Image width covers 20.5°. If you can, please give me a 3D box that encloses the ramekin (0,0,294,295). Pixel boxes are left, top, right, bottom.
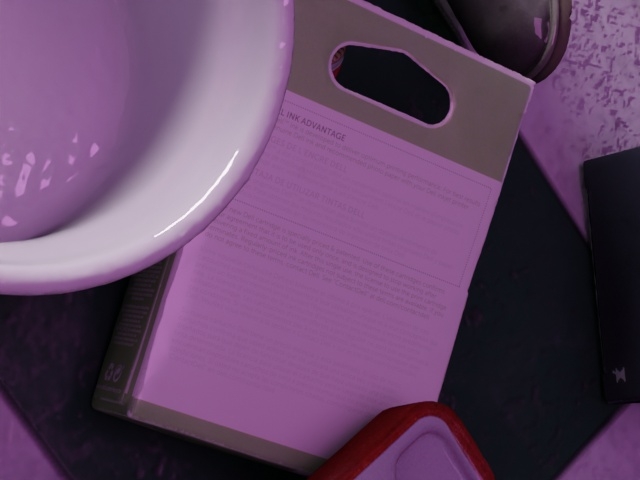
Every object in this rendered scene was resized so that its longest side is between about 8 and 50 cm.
[{"bbox_3d":[-0.162,-0.106,0.800,0.277,0.135,0.277,6,79,-31],"label":"ramekin"}]

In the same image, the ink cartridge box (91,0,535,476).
[{"bbox_3d":[0.000,0.000,0.909,0.171,0.056,0.235,21,81,-28],"label":"ink cartridge box"}]

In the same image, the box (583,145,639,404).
[{"bbox_3d":[0.274,0.018,1.073,0.207,0.108,0.153,-2,83,-33],"label":"box"}]

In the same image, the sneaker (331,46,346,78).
[{"bbox_3d":[-0.043,-0.110,0.938,0.118,0.067,0.042,32,65,9],"label":"sneaker"}]

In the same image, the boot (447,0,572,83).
[{"bbox_3d":[0.023,-0.171,0.954,0.208,0.076,0.190,2,57,-39],"label":"boot"}]

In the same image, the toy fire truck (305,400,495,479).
[{"bbox_3d":[0.009,0.253,0.827,0.302,0.169,0.254,-37,101,-31],"label":"toy fire truck"}]
